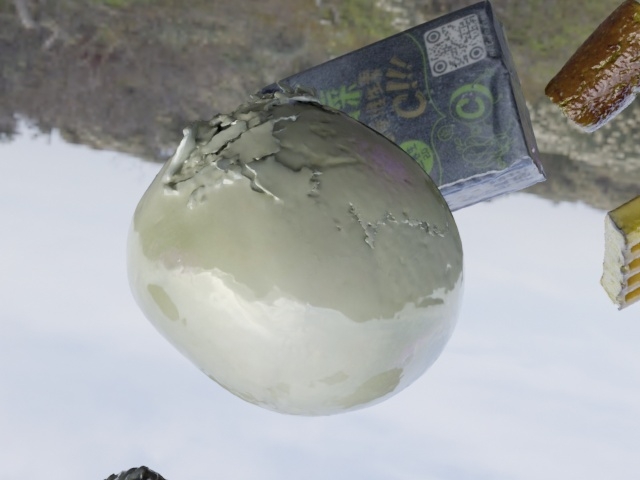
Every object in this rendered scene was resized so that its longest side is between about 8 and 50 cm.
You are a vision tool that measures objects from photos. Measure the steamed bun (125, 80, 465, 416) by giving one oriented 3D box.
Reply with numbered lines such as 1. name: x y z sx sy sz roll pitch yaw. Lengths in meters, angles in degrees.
1. steamed bun: 0.000 0.000 1.047 0.312 0.233 0.334 36 -140 13

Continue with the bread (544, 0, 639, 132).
1. bread: 0.393 -0.232 1.453 0.103 0.172 0.132 49 -163 15

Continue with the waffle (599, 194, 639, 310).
1. waffle: 0.484 -0.020 1.443 0.221 0.055 0.248 -29 150 -3

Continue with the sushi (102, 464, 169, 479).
1. sushi: -0.325 0.522 1.755 0.196 0.182 0.343 -19 -149 36

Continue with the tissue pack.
1. tissue pack: 0.114 -0.166 1.639 0.394 0.288 0.124 -19 155 18
